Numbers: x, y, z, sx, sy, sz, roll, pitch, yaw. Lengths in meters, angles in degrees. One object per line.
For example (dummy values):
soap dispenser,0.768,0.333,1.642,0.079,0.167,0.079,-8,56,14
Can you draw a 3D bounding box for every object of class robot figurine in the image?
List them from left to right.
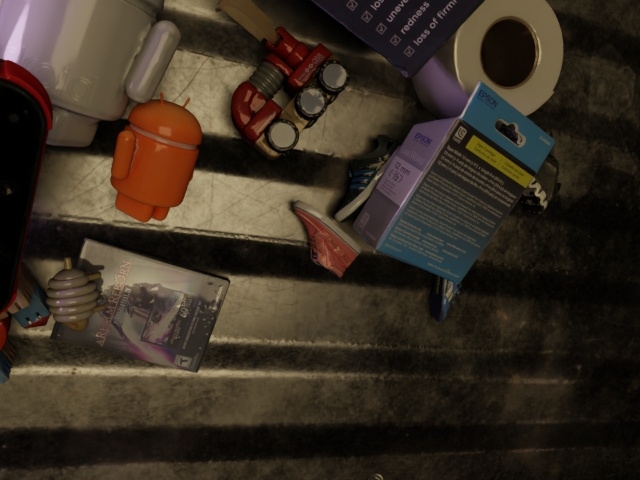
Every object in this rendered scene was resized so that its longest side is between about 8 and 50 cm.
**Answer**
robot figurine,-0.361,-0.320,0.776,0.300,0.200,0.353,24,100,-1
robot figurine,-0.277,-0.143,0.880,0.158,0.128,0.219,12,108,-33

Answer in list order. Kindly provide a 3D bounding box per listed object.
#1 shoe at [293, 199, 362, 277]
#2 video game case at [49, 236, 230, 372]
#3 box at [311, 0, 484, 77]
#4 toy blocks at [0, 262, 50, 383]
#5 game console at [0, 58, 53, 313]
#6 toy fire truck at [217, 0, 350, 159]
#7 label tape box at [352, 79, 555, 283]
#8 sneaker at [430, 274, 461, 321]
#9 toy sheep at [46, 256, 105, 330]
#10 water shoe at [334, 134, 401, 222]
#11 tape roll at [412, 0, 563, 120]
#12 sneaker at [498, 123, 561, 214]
shoe,0.000,0.000,1.039,0.178,0.063,0.081,39,81,-25
video game case,-0.332,0.127,0.972,0.274,0.026,0.196,19,93,-21
box,0.109,-0.596,0.733,0.472,0.297,0.480,30,130,-22
toy blocks,-0.604,0.143,0.822,0.381,0.191,0.261,-29,119,-12
game console,-0.525,-0.054,0.602,0.342,0.060,0.386,6,119,-37
toy fire truck,-0.097,-0.298,0.922,0.246,0.158,0.217,41,86,-8
label tape box,0.262,-0.110,1.019,0.249,0.115,0.347,22,104,-33
sneaker,0.287,0.115,1.162,0.059,0.053,0.144,6,98,-21
toy sheep,-0.421,0.092,0.880,0.091,0.091,0.132,-9,98,-17
water shoe,0.085,-0.126,1.055,0.080,0.073,0.203,42,87,9
tape roll,0.326,-0.359,1.030,0.246,0.169,0.246,-3,101,-19
sneaker,0.477,-0.179,1.164,0.106,0.078,0.234,-38,112,-12
